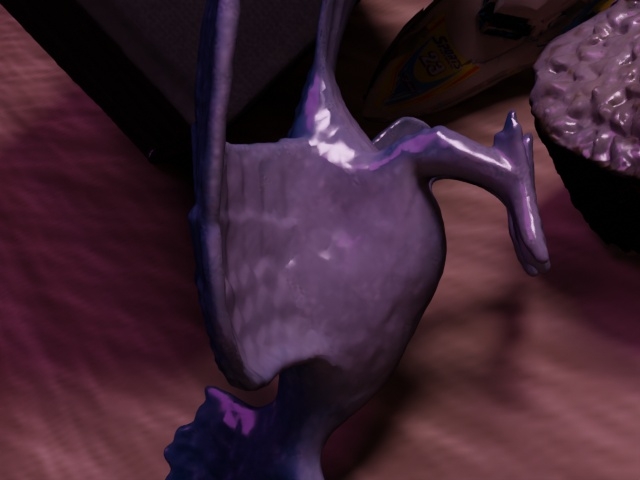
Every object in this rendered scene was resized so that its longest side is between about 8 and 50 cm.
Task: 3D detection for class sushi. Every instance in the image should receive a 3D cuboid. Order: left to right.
[{"bbox_3d":[0.142,-0.038,0.450,0.090,0.078,0.150,-46,32,-4],"label":"sushi"}]

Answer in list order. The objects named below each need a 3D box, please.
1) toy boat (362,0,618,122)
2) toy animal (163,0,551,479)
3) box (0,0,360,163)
[{"bbox_3d":[0.100,-0.119,0.608,0.210,0.084,0.066,-35,-5,31],"label":"toy boat"},{"bbox_3d":[0.000,0.000,0.454,0.176,0.239,0.255,-14,80,10],"label":"toy animal"},{"bbox_3d":[-0.092,-0.203,0.647,0.204,0.251,0.345,-44,10,-7],"label":"box"}]
